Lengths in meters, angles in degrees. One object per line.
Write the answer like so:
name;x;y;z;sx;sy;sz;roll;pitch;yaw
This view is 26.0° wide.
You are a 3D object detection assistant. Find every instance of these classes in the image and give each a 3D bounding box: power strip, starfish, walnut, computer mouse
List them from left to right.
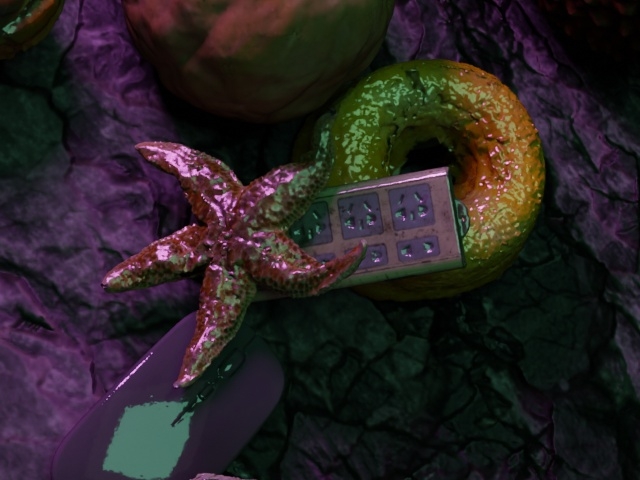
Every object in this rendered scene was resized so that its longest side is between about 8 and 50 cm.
computer mouse;-0.126;0.157;1.188;0.120;0.057;0.232;47;62;-3
starfish;-0.080;-0.005;1.204;0.236;0.062;0.277;26;83;13
walnut;-0.054;-0.254;1.243;0.285;0.285;0.296;1;79;-22
power strip;0.000;0.000;1.238;0.268;0.034;0.092;-9;85;10

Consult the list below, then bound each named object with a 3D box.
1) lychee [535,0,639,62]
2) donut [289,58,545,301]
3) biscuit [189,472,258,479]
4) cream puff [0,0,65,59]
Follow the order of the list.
lychee;0.319;-0.340;1.406;0.306;0.306;0.330;-19;87;-27
donut;0.098;-0.060;1.330;0.253;0.118;0.253;2;76;-7
biscuit;-0.060;0.274;1.156;0.250;0.046;0.147;12;86;-25
cream puff;-0.313;-0.220;1.197;0.189;0.129;0.189;12;60;-22
